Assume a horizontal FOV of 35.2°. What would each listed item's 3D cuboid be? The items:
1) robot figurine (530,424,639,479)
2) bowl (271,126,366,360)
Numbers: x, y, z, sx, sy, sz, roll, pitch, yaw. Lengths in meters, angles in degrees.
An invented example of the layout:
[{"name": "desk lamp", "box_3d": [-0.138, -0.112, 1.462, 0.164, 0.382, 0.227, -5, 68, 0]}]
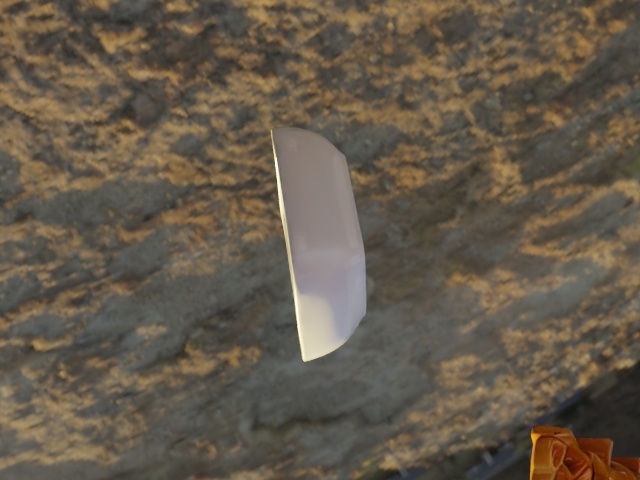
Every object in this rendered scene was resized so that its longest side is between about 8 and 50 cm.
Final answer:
[{"name": "robot figurine", "box_3d": [0.132, 0.220, 0.395, 0.211, 0.291, 0.085, -12, 144, 43]}, {"name": "bowl", "box_3d": [0.000, 0.000, 0.725, 0.053, 0.142, 0.142, -9, 147, -2]}]
